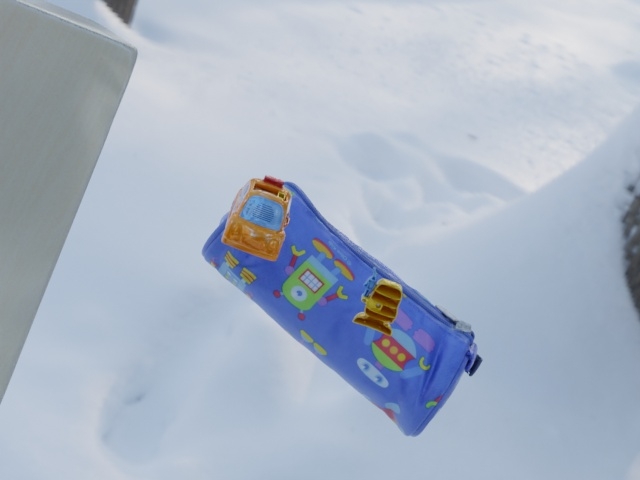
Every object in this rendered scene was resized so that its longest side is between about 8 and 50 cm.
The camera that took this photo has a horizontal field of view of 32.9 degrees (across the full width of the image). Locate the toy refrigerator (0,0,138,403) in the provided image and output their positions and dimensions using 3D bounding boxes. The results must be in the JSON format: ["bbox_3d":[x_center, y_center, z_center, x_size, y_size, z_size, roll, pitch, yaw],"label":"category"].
[{"bbox_3d":[-0.185,0.016,0.478,0.102,0.269,0.094,18,11,-29],"label":"toy refrigerator"}]

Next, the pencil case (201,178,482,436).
[{"bbox_3d":[0.026,0.062,1.111,0.306,0.133,0.119,40,16,4],"label":"pencil case"}]

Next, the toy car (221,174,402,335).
[{"bbox_3d":[0.000,0.000,0.610,0.122,0.040,0.060,28,27,9],"label":"toy car"}]
